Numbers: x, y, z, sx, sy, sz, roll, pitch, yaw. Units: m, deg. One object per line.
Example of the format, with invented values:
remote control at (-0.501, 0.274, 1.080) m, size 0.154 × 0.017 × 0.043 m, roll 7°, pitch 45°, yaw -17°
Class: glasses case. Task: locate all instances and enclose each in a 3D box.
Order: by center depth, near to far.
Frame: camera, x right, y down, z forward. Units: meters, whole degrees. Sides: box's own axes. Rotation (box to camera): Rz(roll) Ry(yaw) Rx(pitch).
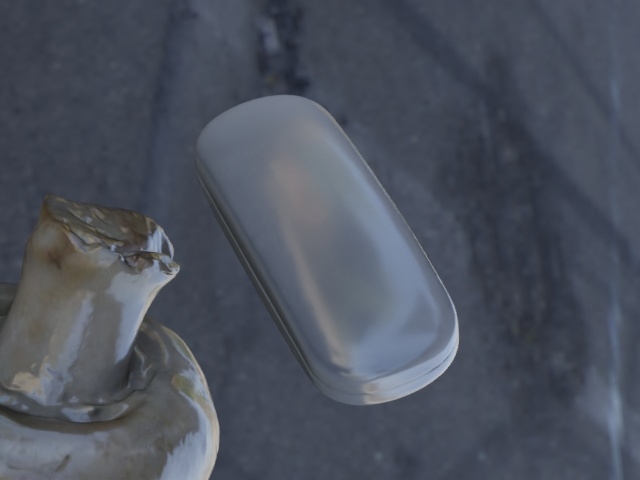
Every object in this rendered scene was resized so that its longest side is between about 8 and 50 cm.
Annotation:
glasses case at (0.000, 0.000, 0.926) m, size 0.049 × 0.074 × 0.193 m, roll 81°, pitch -17°, yaw -49°

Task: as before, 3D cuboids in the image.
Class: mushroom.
mushroom at (-0.219, 0.111, 1.550) m, size 0.297 × 0.297 × 0.290 m, roll -47°, pitch 153°, yaw -62°
